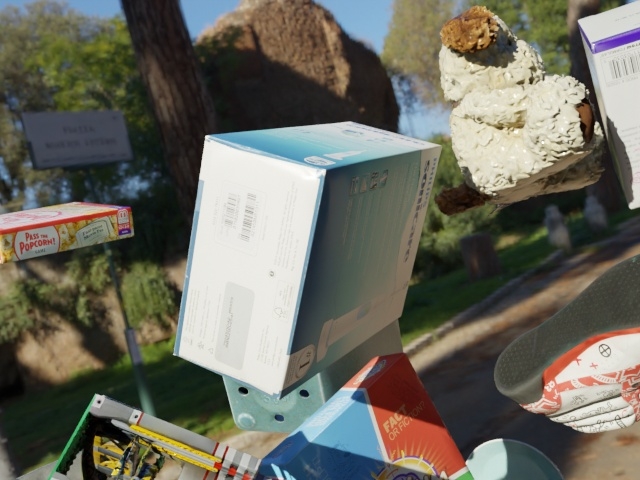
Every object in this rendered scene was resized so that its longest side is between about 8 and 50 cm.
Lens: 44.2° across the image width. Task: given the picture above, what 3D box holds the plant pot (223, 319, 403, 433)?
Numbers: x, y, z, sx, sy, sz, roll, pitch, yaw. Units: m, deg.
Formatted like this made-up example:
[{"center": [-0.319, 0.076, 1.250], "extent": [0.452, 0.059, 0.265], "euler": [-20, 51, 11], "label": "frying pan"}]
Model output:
[{"center": [-0.030, 0.154, 1.181], "extent": [0.247, 0.248, 0.252], "euler": [-2, 27, 18], "label": "plant pot"}]

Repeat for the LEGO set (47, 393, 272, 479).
[{"center": [-0.169, 0.314, 0.704], "extent": [0.331, 0.192, 0.255], "euler": [-68, -1, -48], "label": "LEGO set"}]

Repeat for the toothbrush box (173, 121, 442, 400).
[{"center": [0.000, 0.000, 0.807], "extent": [0.126, 0.216, 0.295], "euler": [19, 19, 25], "label": "toothbrush box"}]

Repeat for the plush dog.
[{"center": [0.216, -0.165, 0.962], "extent": [0.210, 0.225, 0.262], "euler": [-19, -13, 21], "label": "plush dog"}]

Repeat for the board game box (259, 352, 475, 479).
[{"center": [0.091, 0.336, 0.972], "extent": [0.242, 0.317, 0.064], "euler": [-35, 8, -41], "label": "board game box"}]

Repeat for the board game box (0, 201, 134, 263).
[{"center": [-0.379, -0.014, 1.076], "extent": [0.146, 0.045, 0.193], "euler": [6, 15, 42], "label": "board game box"}]

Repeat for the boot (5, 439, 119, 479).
[{"center": [-0.331, 0.357, 0.981], "extent": [0.208, 0.190, 0.076], "euler": [-1, -31, -34], "label": "boot"}]

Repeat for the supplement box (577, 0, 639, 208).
[{"center": [0.393, -0.165, 0.940], "extent": [0.111, 0.220, 0.114], "euler": [-15, 26, 17], "label": "supplement box"}]

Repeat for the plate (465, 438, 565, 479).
[{"center": [0.347, 0.434, 1.397], "extent": [0.188, 0.188, 0.024], "euler": [-16, 8, 33], "label": "plate"}]

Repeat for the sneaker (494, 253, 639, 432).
[{"center": [0.329, 0.112, 0.830], "extent": [0.145, 0.090, 0.270], "euler": [31, -53, -25], "label": "sneaker"}]
